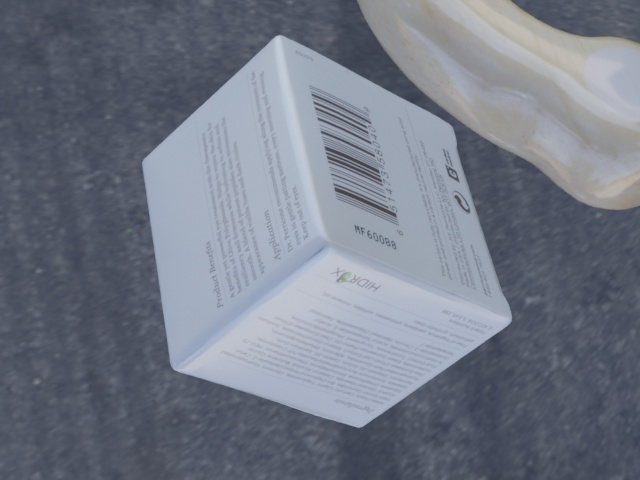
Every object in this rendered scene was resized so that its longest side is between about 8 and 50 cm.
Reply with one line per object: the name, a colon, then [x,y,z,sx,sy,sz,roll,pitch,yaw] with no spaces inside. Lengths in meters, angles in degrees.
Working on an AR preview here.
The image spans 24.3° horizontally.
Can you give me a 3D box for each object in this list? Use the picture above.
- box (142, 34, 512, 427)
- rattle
box: [0.000,0.000,0.559,0.087,0.102,0.101,-38,47,30]
rattle: [0.053,-0.116,0.342,0.130,0.142,0.199,-25,63,-10]
